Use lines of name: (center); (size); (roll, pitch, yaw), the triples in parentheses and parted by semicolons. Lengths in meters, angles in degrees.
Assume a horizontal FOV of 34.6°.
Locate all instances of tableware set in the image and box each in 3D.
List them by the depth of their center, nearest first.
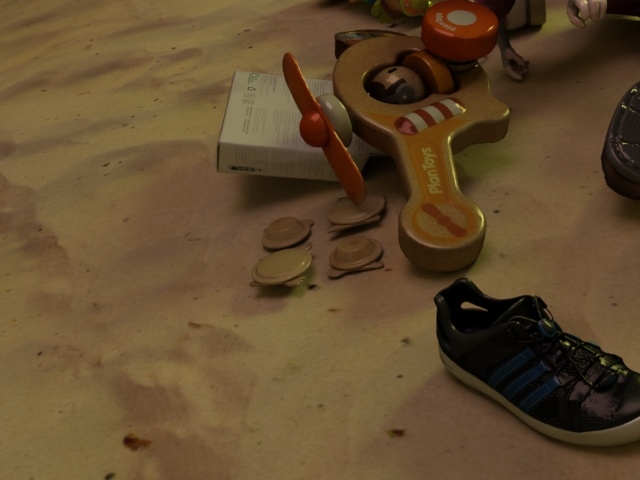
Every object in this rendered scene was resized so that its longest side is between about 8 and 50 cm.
tableware set: (0.000, 0.000, 1.061); (0.141, 0.020, 0.169); (-12, 28, 10)

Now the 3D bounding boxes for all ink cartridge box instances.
ink cartridge box: (-0.005, -0.140, 1.249); (0.224, 0.045, 0.223); (4, 31, 0)

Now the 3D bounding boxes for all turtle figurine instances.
turtle figurine: (0.093, -0.338, 1.375); (0.087, 0.269, 0.217); (-64, 21, 10)

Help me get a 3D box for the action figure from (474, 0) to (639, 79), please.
action figure: (0.288, -0.342, 1.188); (0.370, 0.276, 0.248); (-1, -5, -25)

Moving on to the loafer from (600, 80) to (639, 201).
loafer: (0.360, -0.124, 1.005); (0.109, 0.095, 0.302); (33, 56, 17)

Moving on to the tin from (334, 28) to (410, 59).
tin: (0.088, -0.254, 1.397); (0.106, 0.040, 0.189); (-11, 25, -18)

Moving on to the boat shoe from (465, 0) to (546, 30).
boat shoe: (0.247, -0.392, 1.486); (0.103, 0.113, 0.302); (-10, 31, 6)

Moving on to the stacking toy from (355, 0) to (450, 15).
stacking toy: (0.080, -0.431, 1.658); (0.141, 0.141, 0.330); (-33, 25, -23)

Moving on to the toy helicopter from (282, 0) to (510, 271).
toy helicopter: (0.084, -0.104, 1.059); (0.235, 0.140, 0.355); (-2, 44, -5)

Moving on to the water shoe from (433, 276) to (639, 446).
water shoe: (0.157, 0.086, 0.752); (0.073, 0.080, 0.203); (-38, 33, -28)
